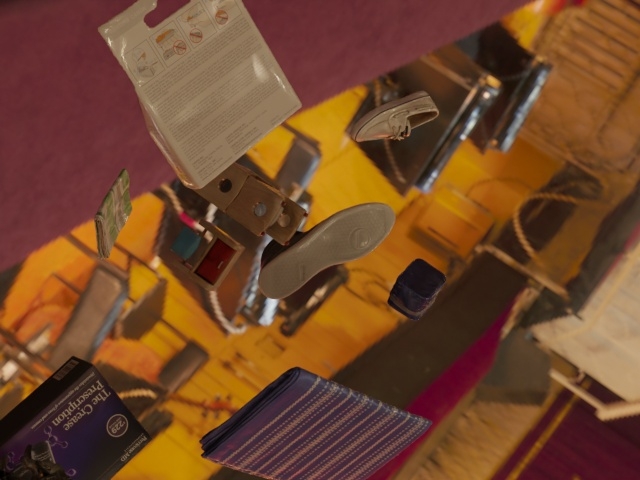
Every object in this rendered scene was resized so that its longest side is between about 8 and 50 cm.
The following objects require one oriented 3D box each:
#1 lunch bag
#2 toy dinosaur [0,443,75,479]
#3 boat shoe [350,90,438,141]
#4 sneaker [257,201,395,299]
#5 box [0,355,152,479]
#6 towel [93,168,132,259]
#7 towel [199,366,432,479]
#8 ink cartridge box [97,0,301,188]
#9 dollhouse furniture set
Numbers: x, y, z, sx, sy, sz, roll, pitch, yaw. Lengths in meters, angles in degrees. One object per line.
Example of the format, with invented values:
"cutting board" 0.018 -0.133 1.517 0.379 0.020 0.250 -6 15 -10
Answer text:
"lunch bag" 0.158 0.082 1.700 0.098 0.067 0.065 -38 160 -48
"toy dinosaur" -0.468 0.426 1.515 0.218 0.164 0.321 -51 133 -49
"boat shoe" 0.079 -0.121 1.066 0.100 0.035 0.035 -25 154 -24
"sneaker" 0.000 0.000 2.007 0.296 0.104 0.147 -31 -161 -2
"box" -0.447 0.354 1.746 0.261 0.184 0.103 -44 -153 -24
"towel" -0.393 -0.051 1.973 0.152 0.023 0.113 -71 170 -47
"towel" -0.005 0.321 1.701 0.336 0.040 0.243 28 120 -39
"ink cartridge box" -0.147 -0.203 1.244 0.181 0.224 0.056 -41 -157 -22
"dollhouse furniture set" -0.132 -0.009 1.511 0.183 0.129 0.129 -56 164 4
